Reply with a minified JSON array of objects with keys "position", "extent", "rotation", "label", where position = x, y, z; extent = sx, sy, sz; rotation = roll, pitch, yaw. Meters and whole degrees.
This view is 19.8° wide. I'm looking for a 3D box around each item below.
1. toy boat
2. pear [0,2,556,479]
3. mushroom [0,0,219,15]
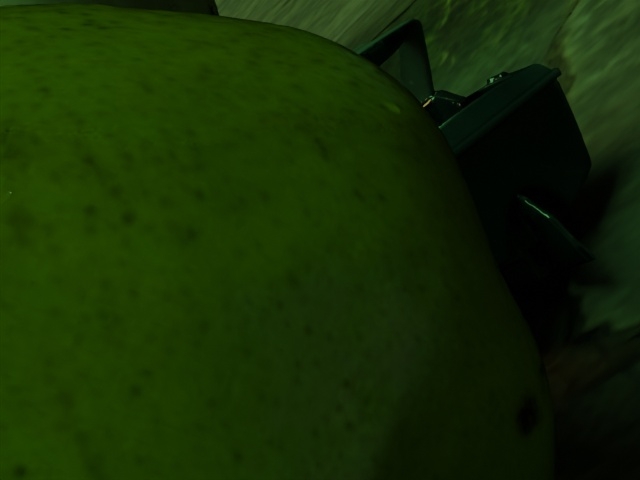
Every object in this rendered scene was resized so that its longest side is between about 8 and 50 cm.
[{"position":[0.000,0.000,0.699],"extent":[0.093,0.103,0.246],"rotation":[-38,4,-37],"label":"toy boat"},{"position":[-0.081,0.073,0.515],"extent":[0.294,0.294,0.294],"rotation":[-42,24,24],"label":"pear"},{"position":[-0.113,-0.041,0.868],"extent":[0.246,0.202,0.246],"rotation":[13,-90,-81],"label":"mushroom"}]
